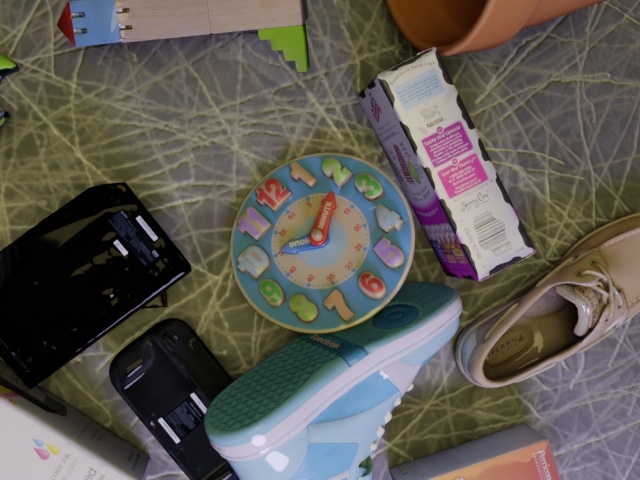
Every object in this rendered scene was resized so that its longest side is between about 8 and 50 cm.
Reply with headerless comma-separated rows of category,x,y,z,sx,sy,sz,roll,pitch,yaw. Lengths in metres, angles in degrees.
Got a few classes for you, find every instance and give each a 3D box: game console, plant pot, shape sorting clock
game console,-0.196,0.129,1.110,0.213,0.044,0.361,-36,105,1
plant pot,0.202,-0.343,1.065,0.204,0.291,0.290,-8,92,-21
shape sorting clock,0.000,0.000,1.127,0.206,0.040,0.206,-5,69,14

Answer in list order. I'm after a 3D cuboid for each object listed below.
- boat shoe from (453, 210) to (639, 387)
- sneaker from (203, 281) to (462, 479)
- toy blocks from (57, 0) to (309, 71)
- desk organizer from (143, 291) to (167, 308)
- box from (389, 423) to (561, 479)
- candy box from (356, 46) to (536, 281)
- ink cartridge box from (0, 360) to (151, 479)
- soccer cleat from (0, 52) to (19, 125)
boat shoe,0.289,0.070,1.150,0.302,0.098,0.109,-32,93,-3
sneaker,0.041,0.194,1.134,0.319,0.127,0.208,-30,115,-19
toy blocks,-0.159,-0.359,1.073,0.261,0.191,0.381,-4,106,4
desk organizer,-0.234,0.056,1.134,0.130,0.047,0.050,-5,94,-4
box,0.180,0.296,1.149,0.170,0.091,0.130,-18,92,-4
candy box,0.129,-0.076,1.105,0.071,0.159,0.233,-28,93,-5
ink cartridge box,-0.366,0.253,1.085,0.306,0.131,0.226,33,88,-6
soccer cleat,-0.382,-0.124,1.114,0.072,0.060,0.178,20,86,-6
